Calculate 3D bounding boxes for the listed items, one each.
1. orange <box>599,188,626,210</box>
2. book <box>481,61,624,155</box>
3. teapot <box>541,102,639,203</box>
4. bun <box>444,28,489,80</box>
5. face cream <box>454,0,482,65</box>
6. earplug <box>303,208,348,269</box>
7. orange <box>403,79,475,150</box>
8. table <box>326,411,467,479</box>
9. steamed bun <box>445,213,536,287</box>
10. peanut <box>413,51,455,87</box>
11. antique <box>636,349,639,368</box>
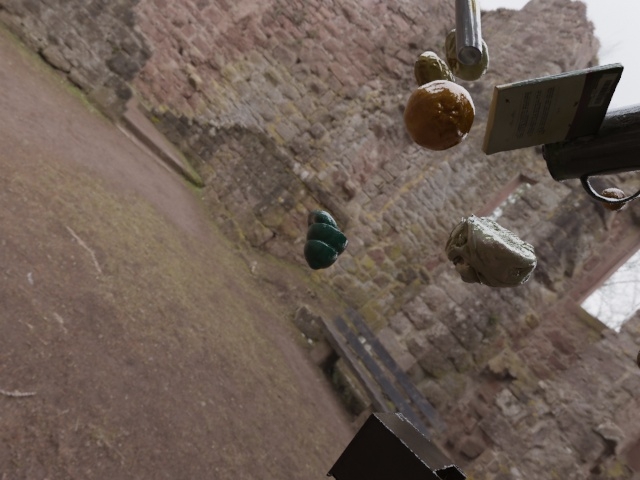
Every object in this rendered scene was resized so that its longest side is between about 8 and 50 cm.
[{"bbox_3d":[0.996,-0.140,1.674,0.085,0.085,0.085,46,1,-1],"label":"orange"},{"bbox_3d":[0.540,-0.304,1.161,0.201,0.290,0.026,80,0,-53],"label":"book"},{"bbox_3d":[0.766,-0.231,1.294,0.201,0.270,0.337,-10,5,-44],"label":"teapot"},{"bbox_3d":[0.571,-0.736,1.982,0.222,0.127,0.222,43,-14,13],"label":"bun"},{"bbox_3d":[0.461,-0.682,1.539,0.107,0.073,0.269,34,54,-49],"label":"face cream"},{"bbox_3d":[-0.008,-0.003,1.874,0.258,0.280,0.164,-15,-49,40],"label":"earplug"},{"bbox_3d":[0.267,-0.279,1.103,0.159,0.159,0.136,46,10,-9],"label":"orange"},{"bbox_3d":[0.159,0.492,1.023,0.193,0.172,0.169,37,3,34],"label":"table"},{"bbox_3d":[0.550,0.060,1.620,0.280,0.207,0.268,37,24,18],"label":"steamed bun"},{"bbox_3d":[0.435,-0.556,1.841,0.147,0.147,0.305,-64,145,-89],"label":"peanut"},{"bbox_3d":[0.926,0.330,1.350,0.104,0.104,0.104,46,1,-1],"label":"antique"}]
